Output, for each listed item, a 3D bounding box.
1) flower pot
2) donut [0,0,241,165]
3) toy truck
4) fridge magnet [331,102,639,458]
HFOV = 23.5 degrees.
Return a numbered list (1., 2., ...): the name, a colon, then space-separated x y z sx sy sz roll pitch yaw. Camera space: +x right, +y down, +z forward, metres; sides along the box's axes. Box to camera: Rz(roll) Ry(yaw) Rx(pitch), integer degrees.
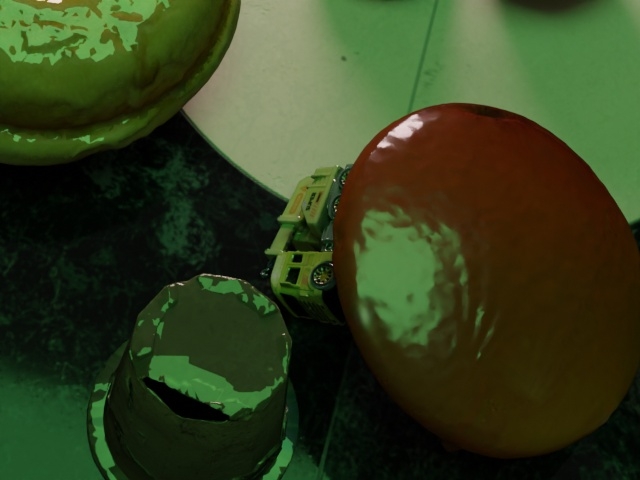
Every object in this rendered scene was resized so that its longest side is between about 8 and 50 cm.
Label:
1. flower pot: -0.115 0.139 1.437 0.212 0.203 0.212 3 66 -6
2. donut: -0.298 -0.291 1.582 0.448 0.198 0.449 4 75 -16
3. toy truck: 0.000 0.000 1.589 0.100 0.077 0.169 2 62 28
4. fridge magnet: 0.166 0.038 1.524 0.363 0.155 0.364 10 69 -27
